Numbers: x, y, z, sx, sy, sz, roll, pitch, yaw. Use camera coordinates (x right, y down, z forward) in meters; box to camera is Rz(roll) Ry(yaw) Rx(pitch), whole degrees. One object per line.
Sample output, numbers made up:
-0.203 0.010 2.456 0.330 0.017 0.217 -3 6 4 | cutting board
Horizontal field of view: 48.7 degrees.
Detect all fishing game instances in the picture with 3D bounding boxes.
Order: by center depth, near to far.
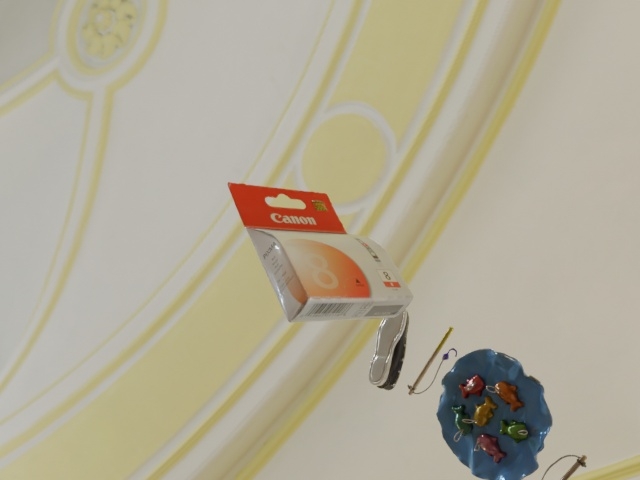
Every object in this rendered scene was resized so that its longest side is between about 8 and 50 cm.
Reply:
0.235 0.247 0.988 0.264 0.041 0.189 50 -58 34 | fishing game

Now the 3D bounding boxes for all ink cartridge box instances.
0.000 0.000 0.728 0.045 0.145 0.179 -49 -126 36 | ink cartridge box

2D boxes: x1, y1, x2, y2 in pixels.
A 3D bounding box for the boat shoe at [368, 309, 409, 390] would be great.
0.108 0.158 1.041 0.046 0.038 0.125 -7 -121 47 | boat shoe
